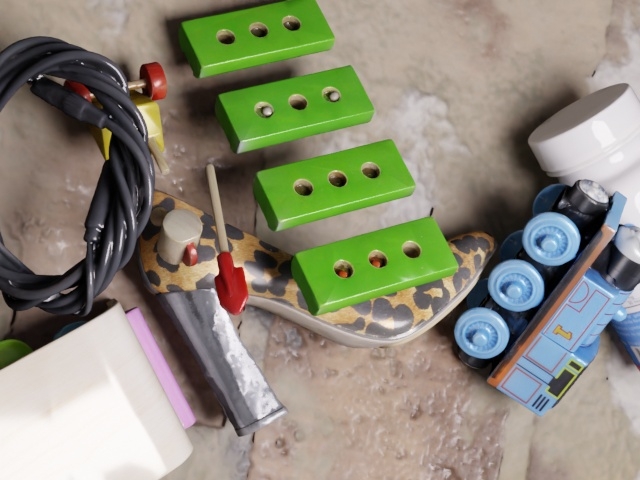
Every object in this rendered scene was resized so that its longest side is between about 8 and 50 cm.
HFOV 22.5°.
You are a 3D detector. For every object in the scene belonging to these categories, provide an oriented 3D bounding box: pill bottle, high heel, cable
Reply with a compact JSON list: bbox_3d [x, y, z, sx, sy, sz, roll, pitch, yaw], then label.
[{"bbox_3d":[0.257,-0.008,1.268,0.124,0.124,0.222,-35,102,-23],"label":"pill bottle"},{"bbox_3d":[0.000,0.000,1.170,0.261,0.093,0.186,-30,93,-25],"label":"high heel"},{"bbox_3d":[-0.178,-0.039,1.069,0.150,0.047,0.185,-25,79,9],"label":"cable"}]

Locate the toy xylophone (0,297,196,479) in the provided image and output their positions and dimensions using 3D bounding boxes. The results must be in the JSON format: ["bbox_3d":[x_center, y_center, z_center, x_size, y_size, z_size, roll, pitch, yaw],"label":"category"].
[{"bbox_3d":[-0.215,0.180,1.053,0.322,0.081,0.236,-20,93,-25],"label":"toy xylophone"}]

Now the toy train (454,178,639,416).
[{"bbox_3d":[0.177,0.040,1.209,0.105,0.184,0.080,33,30,0],"label":"toy train"}]

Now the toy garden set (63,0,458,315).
[{"bbox_3d":[-0.050,-0.046,1.121,0.203,0.049,0.244,-15,64,-23],"label":"toy garden set"}]
